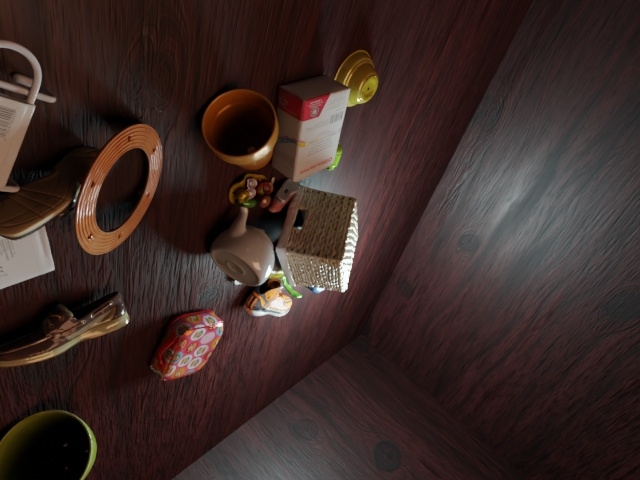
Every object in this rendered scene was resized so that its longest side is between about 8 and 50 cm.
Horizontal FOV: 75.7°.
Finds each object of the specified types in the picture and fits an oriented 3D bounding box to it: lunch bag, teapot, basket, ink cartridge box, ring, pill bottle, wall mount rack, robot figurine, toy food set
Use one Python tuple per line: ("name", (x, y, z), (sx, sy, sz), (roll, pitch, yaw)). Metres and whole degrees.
("lunch bag", (-0.547, 0.425, 1.658), (0.258, 0.120, 0.293), (0, 125, -59))
("teapot", (-0.262, 0.036, 1.514), (0.256, 0.253, 0.187), (-35, -161, 56))
("basket", (0.000, 0.000, 1.707), (0.331, 0.267, 0.328), (79, 23, -59))
("ink cartridge box", (-0.040, -0.387, 1.423), (0.226, 0.131, 0.306), (-31, 149, -38))
("ring", (-0.484, -0.125, 0.993), (0.336, 0.032, 0.336), (22, 90, -90))
("pill bottle", (-0.229, 0.102, 1.766), (0.119, 0.119, 0.209), (-58, 154, 12))
("wall mount rack", (-0.640, -0.205, 0.678), (0.349, 0.131, 0.304), (-58, 158, 13))
("robot figurine", (0.048, -0.348, 1.694), (0.101, 0.067, 0.115), (-28, 146, -51))
("toy food set", (-0.224, -0.167, 1.473), (0.218, 0.071, 0.128), (-9, 132, -56))

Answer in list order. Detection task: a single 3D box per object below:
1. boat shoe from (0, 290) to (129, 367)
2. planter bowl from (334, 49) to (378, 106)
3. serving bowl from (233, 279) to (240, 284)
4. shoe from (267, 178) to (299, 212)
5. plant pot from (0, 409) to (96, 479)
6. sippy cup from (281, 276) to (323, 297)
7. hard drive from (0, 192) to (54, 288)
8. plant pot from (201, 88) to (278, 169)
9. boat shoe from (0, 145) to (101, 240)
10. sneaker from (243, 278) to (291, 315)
("boat shoe", (-0.721, 0.234, 1.152), (0.342, 0.123, 0.123), (-19, 110, -41))
("planter bowl", (0.150, -0.581, 1.532), (0.217, 0.090, 0.217), (-38, 151, -26))
("serving bowl", (-0.333, 0.152, 1.752), (0.084, 0.027, 0.083), (-29, 157, -14))
("shoe", (-0.145, -0.173, 1.590), (0.081, 0.063, 0.178), (-45, -172, 35))
("plant pot", (-0.875, 0.726, 1.383), (0.275, 0.275, 0.293), (-39, 167, -25))
("sippy cup", (-0.049, 0.125, 1.974), (0.240, 0.224, 0.305), (-34, 150, -33))
("hard drive", (-0.772, 0.039, 0.857), (0.353, 0.047, 0.232), (-28, 146, -42))
("plant pot", (-0.215, -0.298, 1.196), (0.205, 0.205, 0.188), (-49, 170, -7))
("boat shoe", (-0.564, -0.094, 0.890), (0.092, 0.103, 0.285), (111, 0, -48))
("sneaker", (-0.215, 0.267, 2.000), (0.180, 0.125, 0.321), (-58, 154, 15))
